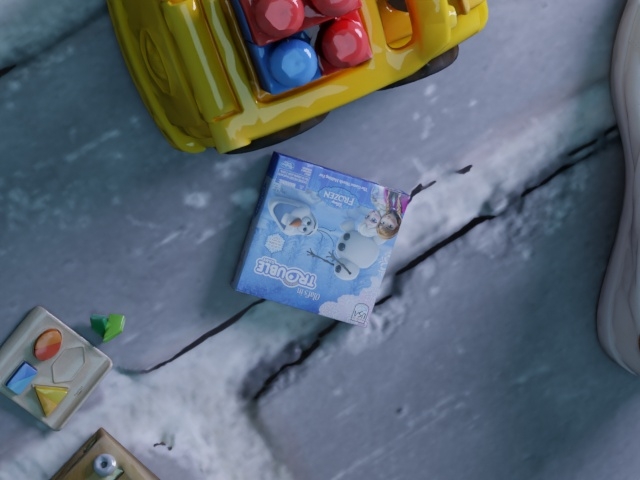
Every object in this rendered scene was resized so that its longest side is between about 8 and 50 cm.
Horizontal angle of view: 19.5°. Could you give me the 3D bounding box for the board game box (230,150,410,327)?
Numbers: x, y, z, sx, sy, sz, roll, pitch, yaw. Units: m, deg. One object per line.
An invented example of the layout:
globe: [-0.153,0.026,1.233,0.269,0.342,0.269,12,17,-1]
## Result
board game box: [0.000,0.000,1.163,0.090,0.020,0.090,16,97,-16]

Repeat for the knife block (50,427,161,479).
knife block: [-0.047,0.264,1.177,0.088,0.242,0.276,-46,62,-4]

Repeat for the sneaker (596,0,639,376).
sneaker: [0.245,-0.047,1.164,0.106,0.123,0.290,1,98,-12]

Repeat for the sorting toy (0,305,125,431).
sorting toy: [-0.159,0.069,1.140,0.062,0.012,0.083,39,89,-16]

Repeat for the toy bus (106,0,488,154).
toy bus: [0.005,-0.138,1.043,0.220,0.211,0.149,-22,103,-11]
